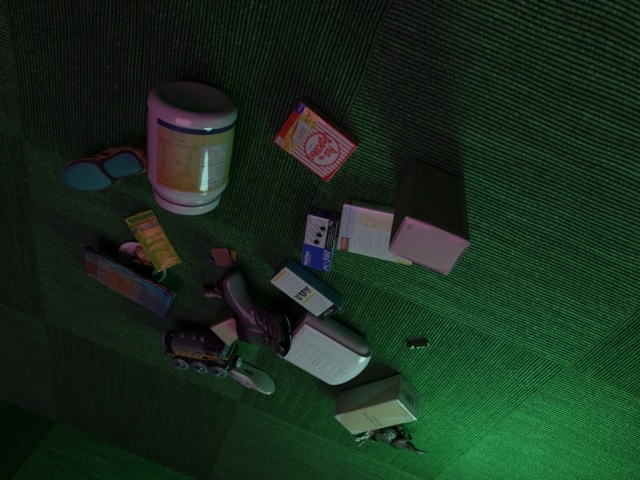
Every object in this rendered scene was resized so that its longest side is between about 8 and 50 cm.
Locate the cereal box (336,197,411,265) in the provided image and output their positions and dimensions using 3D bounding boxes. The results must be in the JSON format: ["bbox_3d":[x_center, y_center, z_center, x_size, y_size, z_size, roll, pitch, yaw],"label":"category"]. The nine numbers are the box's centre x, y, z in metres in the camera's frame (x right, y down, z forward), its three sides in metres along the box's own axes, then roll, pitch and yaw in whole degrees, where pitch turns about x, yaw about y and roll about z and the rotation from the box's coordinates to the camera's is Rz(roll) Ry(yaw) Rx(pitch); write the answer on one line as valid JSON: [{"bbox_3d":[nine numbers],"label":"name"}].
[{"bbox_3d":[0.177,-0.026,1.357,0.241,0.047,0.172,14,127,7],"label":"cereal box"}]

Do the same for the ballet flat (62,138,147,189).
[{"bbox_3d":[-0.662,-0.241,1.412,0.349,0.123,0.123,-10,121,26],"label":"ballet flat"}]

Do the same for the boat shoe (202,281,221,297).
[{"bbox_3d":[-0.378,0.181,1.666,0.152,0.056,0.049,-8,127,22],"label":"boat shoe"}]

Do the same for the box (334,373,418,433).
[{"bbox_3d":[0.222,0.662,1.792,0.311,0.121,0.148,-30,113,31],"label":"box"}]

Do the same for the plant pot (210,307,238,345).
[{"bbox_3d":[-0.344,0.320,1.731,0.096,0.109,0.109,-32,112,20],"label":"plant pot"}]

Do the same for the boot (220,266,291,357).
[{"bbox_3d":[-0.214,0.250,1.587,0.223,0.118,0.337,8,128,34],"label":"boot"}]

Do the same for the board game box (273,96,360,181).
[{"bbox_3d":[-0.012,-0.276,1.234,0.194,0.045,0.146,35,127,-10],"label":"board game box"}]

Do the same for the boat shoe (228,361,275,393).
[{"bbox_3d":[-0.304,0.597,1.938,0.228,0.079,0.081,33,136,-2],"label":"boat shoe"}]

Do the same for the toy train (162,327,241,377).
[{"bbox_3d":[-0.487,0.447,1.830,0.334,0.142,0.190,7,129,14],"label":"toy train"}]

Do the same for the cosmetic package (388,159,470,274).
[{"bbox_3d":[0.276,-0.071,1.129,0.160,0.309,0.113,23,128,0],"label":"cosmetic package"}]

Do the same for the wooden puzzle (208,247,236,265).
[{"bbox_3d":[-0.351,0.059,1.598,0.117,0.014,0.078,4,121,14],"label":"wooden puzzle"}]

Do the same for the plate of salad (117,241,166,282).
[{"bbox_3d":[-0.685,0.093,1.699,0.200,0.048,0.199,8,127,10],"label":"plate of salad"}]

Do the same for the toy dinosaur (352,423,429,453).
[{"bbox_3d":[0.307,0.835,1.917,0.314,0.120,0.160,13,139,2],"label":"toy dinosaur"}]

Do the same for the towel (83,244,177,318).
[{"bbox_3d":[-0.748,0.172,1.737,0.370,0.040,0.271,30,144,-7],"label":"towel"}]

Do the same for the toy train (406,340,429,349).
[{"bbox_3d":[0.351,0.380,1.612,0.083,0.023,0.017,-12,120,24],"label":"toy train"}]

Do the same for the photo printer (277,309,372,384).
[{"bbox_3d":[0.022,0.413,1.681,0.308,0.107,0.256,31,128,-7],"label":"photo printer"}]

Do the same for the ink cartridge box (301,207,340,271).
[{"bbox_3d":[0.000,0.000,1.429,0.097,0.046,0.207,15,128,7],"label":"ink cartridge box"}]

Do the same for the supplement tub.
[{"bbox_3d":[-0.362,-0.252,1.241,0.229,0.228,0.316,20,128,2],"label":"supplement tub"}]

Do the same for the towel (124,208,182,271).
[{"bbox_3d":[-0.597,0.003,1.602,0.102,0.021,0.237,-21,119,0],"label":"towel"}]

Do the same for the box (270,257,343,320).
[{"bbox_3d":[-0.047,0.172,1.557,0.244,0.060,0.100,39,126,-12],"label":"box"}]
